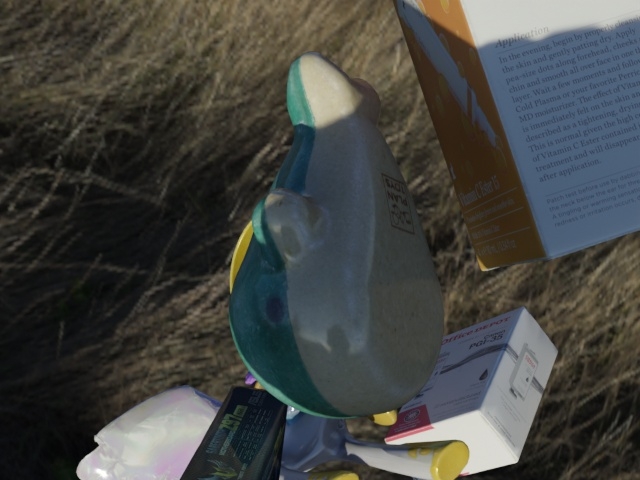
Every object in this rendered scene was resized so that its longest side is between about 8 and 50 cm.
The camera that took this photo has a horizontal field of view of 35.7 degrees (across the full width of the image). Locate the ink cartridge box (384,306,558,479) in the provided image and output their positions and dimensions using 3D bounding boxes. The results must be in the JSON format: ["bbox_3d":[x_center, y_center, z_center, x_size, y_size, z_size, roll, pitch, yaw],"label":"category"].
[{"bbox_3d":[0.260,0.262,1.693,0.207,0.117,0.283,-27,17,39],"label":"ink cartridge box"}]

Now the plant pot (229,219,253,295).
[{"bbox_3d":[-0.018,0.038,1.050,0.095,0.134,0.134,9,33,-39],"label":"plant pot"}]

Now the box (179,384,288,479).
[{"bbox_3d":[-0.075,0.241,0.810,0.059,0.183,0.232,8,11,3],"label":"box"}]

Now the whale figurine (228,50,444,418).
[{"bbox_3d":[0.000,0.000,0.762,0.141,0.216,0.272,-14,76,29],"label":"whale figurine"}]

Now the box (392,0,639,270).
[{"bbox_3d":[0.188,-0.163,0.871,0.168,0.215,0.345,-17,86,-5],"label":"box"}]

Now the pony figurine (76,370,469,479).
[{"bbox_3d":[-0.055,0.275,1.182,0.351,0.303,0.363,-42,27,-19],"label":"pony figurine"}]
